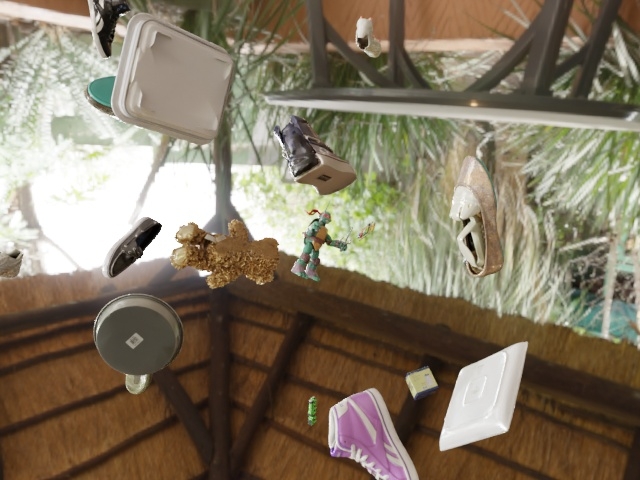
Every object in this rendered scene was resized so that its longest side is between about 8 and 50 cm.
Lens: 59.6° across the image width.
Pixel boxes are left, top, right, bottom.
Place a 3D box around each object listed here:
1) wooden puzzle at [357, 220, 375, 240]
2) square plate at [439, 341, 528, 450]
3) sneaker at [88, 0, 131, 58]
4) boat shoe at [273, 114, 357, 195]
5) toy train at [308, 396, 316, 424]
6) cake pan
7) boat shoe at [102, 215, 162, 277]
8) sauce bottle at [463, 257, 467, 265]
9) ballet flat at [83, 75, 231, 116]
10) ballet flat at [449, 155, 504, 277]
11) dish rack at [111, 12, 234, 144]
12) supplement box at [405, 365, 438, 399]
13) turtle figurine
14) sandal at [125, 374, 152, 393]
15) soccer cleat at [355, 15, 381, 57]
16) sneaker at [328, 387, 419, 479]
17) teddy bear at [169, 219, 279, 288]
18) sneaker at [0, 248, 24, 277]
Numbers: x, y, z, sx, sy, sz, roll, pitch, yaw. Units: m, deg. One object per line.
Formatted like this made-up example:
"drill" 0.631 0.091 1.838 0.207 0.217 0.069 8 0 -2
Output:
"wooden puzzle" 0.175 -0.038 2.163 0.014 0.116 0.079 35 -135 -13
"square plate" 0.536 0.518 1.884 0.049 0.347 0.344 35 -129 -6
"sneaker" -0.652 -0.689 1.755 0.121 0.217 0.079 -7 -168 -2
"boat shoe" -0.008 -0.224 1.473 0.127 0.158 0.340 -27 169 13
"toy train" -0.023 0.459 1.504 0.017 0.084 0.023 15 -157 37
"cake pan" -0.602 0.321 1.843 0.292 0.294 0.054 3 -164 -7
"boat shoe" -0.550 0.023 1.660 0.076 0.080 0.229 14 -129 25
"sauce bottle" 0.426 0.033 1.553 0.042 0.042 0.128 5 153 2
"ballet flat" -0.522 -0.453 1.835 0.482 0.164 0.182 -19 165 -31
"ballet flat" 0.377 -0.046 1.372 0.106 0.316 0.107 -25 -161 -19
"dish rack" -0.374 -0.421 1.504 0.072 0.286 0.332 19 -174 42
"supplement box" 0.352 0.496 1.946 0.083 0.056 0.083 -16 -123 -12
"turtle figurine" 0.000 0.000 1.655 0.175 0.234 0.118 20 -176 -42
"sandal" -0.639 0.385 1.953 0.120 0.303 0.086 -2 173 22
"soccer cleat" 0.143 -0.613 1.734 0.068 0.076 0.196 14 172 18
"sneaker" 0.108 0.495 1.264 0.160 0.282 0.102 -15 154 -26
"teddy bear" -0.300 0.044 1.752 0.337 0.113 0.245 -3 -129 -22
"sneaker" -0.677 0.052 1.152 0.053 0.061 0.152 35 -162 4
